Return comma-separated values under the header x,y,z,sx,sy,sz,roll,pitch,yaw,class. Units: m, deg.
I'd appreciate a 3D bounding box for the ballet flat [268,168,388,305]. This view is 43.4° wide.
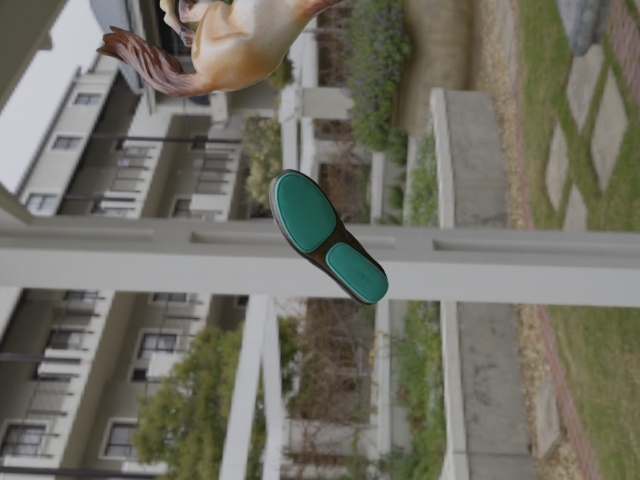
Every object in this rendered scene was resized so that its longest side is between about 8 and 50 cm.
x,y,z,sx,sy,sz,roll,pitch,yaw,class
0.000,0.000,1.300,0.280,0.095,0.096,52,168,-21,ballet flat

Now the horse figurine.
x,y,z,sx,sy,sz,roll,pitch,yaw,class
-0.052,-0.195,0.626,0.066,0.263,0.174,26,-150,-56,horse figurine
